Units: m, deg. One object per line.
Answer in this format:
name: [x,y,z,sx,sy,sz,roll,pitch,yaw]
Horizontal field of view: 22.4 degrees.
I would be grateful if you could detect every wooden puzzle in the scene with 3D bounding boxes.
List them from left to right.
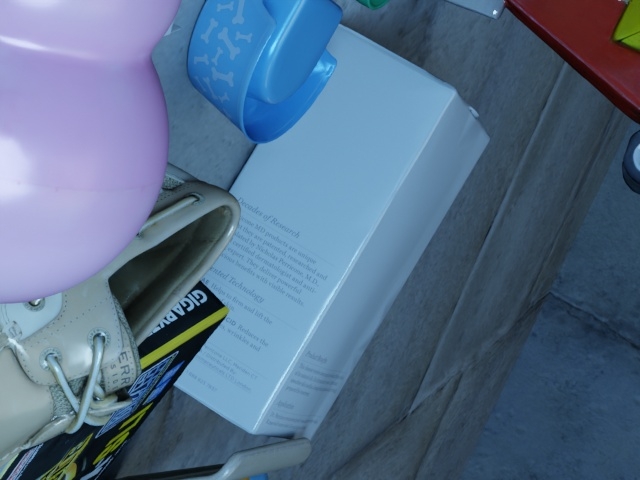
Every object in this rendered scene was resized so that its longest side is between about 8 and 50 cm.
wooden puzzle: [-0.146,0.238,1.541,0.221,0.238,0.044,9,67,-71]

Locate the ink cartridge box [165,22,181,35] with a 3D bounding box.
ink cartridge box: [-0.135,-0.163,1.147,0.083,0.048,0.028,-34,149,-56]

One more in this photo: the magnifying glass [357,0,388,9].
magnifying glass: [0.101,-0.327,1.579,0.231,0.026,0.092,-56,162,-6]

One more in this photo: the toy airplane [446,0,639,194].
toy airplane: [0.303,-0.261,1.654,0.272,0.386,0.384,-46,125,5]

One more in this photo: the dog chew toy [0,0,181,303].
dog chew toy: [-0.165,-0.138,0.879,0.206,0.206,0.332,-17,125,-65]

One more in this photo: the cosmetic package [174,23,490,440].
cosmetic package: [0.000,0.000,1.613,0.385,0.156,0.217,-60,163,-2]

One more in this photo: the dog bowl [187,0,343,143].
dog bowl: [-0.011,-0.228,1.343,0.297,0.074,0.166,-60,162,5]

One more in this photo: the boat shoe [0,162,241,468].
boat shoe: [-0.165,0.058,1.001,0.341,0.110,0.122,-56,159,-39]

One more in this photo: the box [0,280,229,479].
box: [-0.235,0.170,1.236,0.322,0.079,0.257,-51,171,33]
